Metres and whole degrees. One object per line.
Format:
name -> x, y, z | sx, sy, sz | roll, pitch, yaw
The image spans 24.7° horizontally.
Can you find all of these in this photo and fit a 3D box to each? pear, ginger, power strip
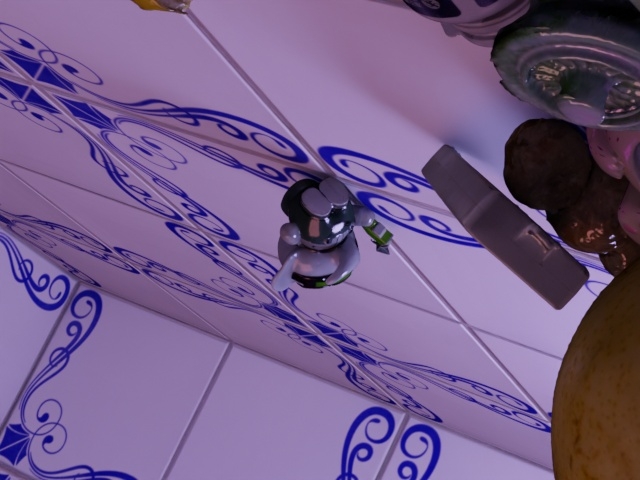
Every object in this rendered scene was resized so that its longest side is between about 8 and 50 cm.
pear -> 0.357, 0.148, 1.171 | 0.348, 0.348, 0.348 | 25, 168, 6
ginger -> 0.235, -0.032, 1.266 | 0.204, 0.080, 0.104 | 34, -161, -34
power strip -> 0.152, -0.021, 1.276 | 0.106, 0.043, 0.367 | 41, -174, -8

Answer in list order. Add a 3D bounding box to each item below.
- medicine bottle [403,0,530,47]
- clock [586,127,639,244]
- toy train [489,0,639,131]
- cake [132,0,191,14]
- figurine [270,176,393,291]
medicine bottle -> 0.070, -0.197, 0.858 | 0.107, 0.107, 0.191 | 16, 164, 41
clock -> 0.304, -0.062, 0.927 | 0.284, 0.114, 0.309 | 18, 164, 35
toy train -> 0.164, -0.170, 0.667 | 0.248, 0.174, 0.307 | 1, 153, 44
cake -> -0.190, -0.255, 1.231 | 0.116, 0.080, 0.185 | 8, 163, 47
figurine -> 0.000, 0.000, 1.788 | 0.126, 0.147, 0.192 | 42, 153, 16
